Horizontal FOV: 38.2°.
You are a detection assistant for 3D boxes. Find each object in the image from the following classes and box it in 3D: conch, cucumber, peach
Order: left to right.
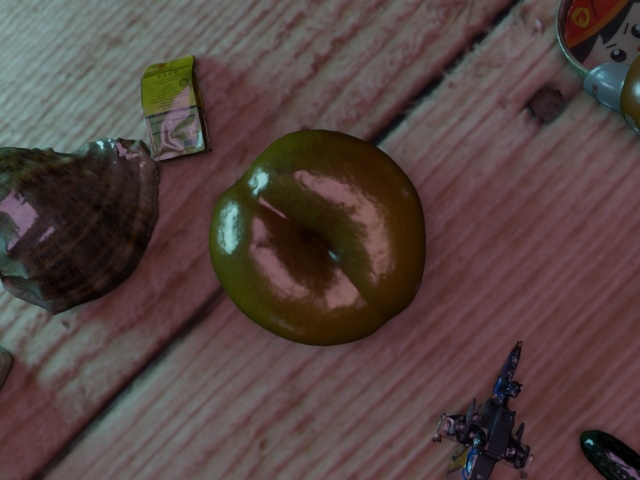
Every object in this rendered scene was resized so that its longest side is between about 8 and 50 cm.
[{"bbox_3d":[-0.332,-0.026,1.094,0.291,0.159,0.210,-29,81,2],"label":"conch"},{"bbox_3d":[0.000,0.000,1.057,0.251,0.153,0.251,-2,84,14],"label":"peach"},{"bbox_3d":[0.374,0.290,1.031,0.215,0.052,0.058,46,121,11],"label":"cucumber"}]

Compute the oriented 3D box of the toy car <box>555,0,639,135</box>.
[{"bbox_3d":[0.372,-0.229,1.046,0.235,0.145,0.235,-6,77,26],"label":"toy car"}]

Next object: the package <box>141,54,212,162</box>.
[{"bbox_3d":[-0.181,-0.165,1.142,0.071,0.047,0.131,-10,86,9],"label":"package"}]

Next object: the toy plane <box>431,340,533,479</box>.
[{"bbox_3d":[0.202,0.203,1.054,0.135,0.062,0.188,28,86,-19],"label":"toy plane"}]

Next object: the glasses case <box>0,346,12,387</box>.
[{"bbox_3d":[-0.549,0.127,1.153,0.312,0.070,0.131,28,89,9],"label":"glasses case"}]
